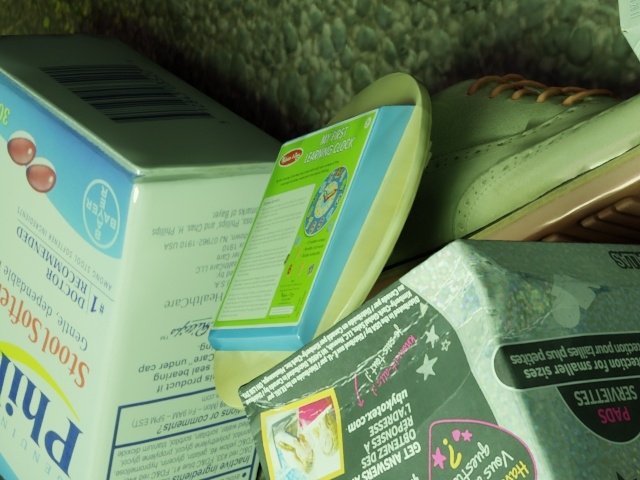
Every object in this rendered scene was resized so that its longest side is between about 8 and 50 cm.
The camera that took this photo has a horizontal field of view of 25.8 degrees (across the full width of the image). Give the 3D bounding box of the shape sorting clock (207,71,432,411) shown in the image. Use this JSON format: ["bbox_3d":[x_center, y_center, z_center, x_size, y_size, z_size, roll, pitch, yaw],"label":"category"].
[{"bbox_3d":[0.000,0.000,0.767,0.206,0.040,0.206,-52,23,33],"label":"shape sorting clock"}]

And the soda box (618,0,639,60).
[{"bbox_3d":[0.184,-0.185,0.637,0.091,0.098,0.286,-16,51,26],"label":"soda box"}]

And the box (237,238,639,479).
[{"bbox_3d":[0.117,0.096,0.670,0.163,0.247,0.142,-37,64,39],"label":"box"}]

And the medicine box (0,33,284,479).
[{"bbox_3d":[-0.159,0.030,1.003,0.263,0.149,0.289,34,121,42],"label":"medicine box"}]

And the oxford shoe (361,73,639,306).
[{"bbox_3d":[0.115,-0.042,0.763,0.397,0.140,0.146,-27,62,39],"label":"oxford shoe"}]
